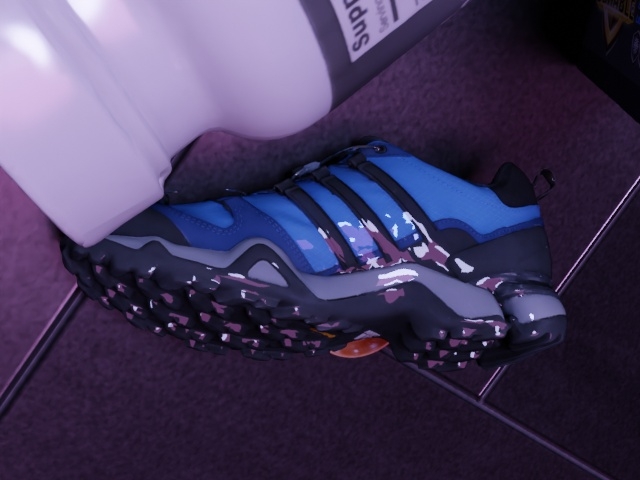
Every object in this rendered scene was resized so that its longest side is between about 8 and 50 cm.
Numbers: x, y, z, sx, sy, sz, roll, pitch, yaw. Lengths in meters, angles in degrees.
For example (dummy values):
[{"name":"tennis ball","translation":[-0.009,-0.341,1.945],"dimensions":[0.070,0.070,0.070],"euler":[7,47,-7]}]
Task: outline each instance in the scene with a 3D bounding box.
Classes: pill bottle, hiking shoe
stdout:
[{"name":"pill bottle","translation":[-0.012,-0.176,0.429],"dimensions":[0.363,0.210,0.210],"euler":[-39,125,-7]},{"name":"hiking shoe","translation":[0.000,0.000,0.596],"dimensions":[0.304,0.113,0.132],"euler":[9,65,-17]}]

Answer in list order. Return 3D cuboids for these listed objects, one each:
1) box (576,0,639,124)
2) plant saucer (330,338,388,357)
[{"name":"box","translation":[0.220,-0.199,0.496],"dimensions":[0.073,0.295,0.293],"euler":[6,112,0]},{"name":"plant saucer","translation":[0.028,0.040,0.669],"dimensions":[0.083,0.013,0.083],"euler":[-11,116,-24]}]
